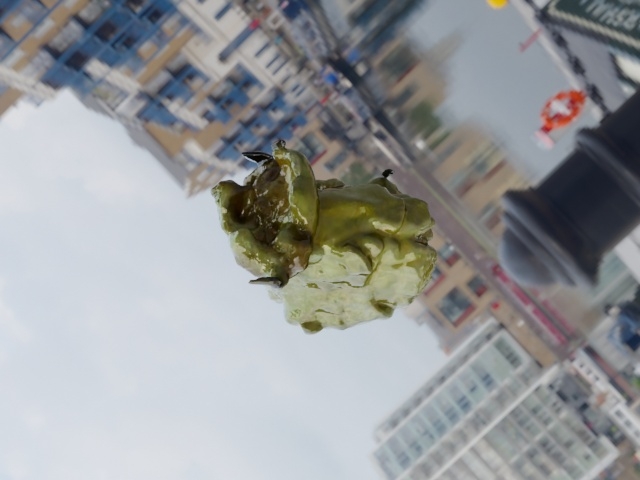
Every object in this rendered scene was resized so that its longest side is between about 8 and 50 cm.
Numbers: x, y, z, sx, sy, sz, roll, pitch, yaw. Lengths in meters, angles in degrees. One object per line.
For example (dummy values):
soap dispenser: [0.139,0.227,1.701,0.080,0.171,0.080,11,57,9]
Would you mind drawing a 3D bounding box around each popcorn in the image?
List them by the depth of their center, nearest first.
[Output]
popcorn: [0.010,0.000,0.910,0.195,0.168,0.174,43,-129,-49]
